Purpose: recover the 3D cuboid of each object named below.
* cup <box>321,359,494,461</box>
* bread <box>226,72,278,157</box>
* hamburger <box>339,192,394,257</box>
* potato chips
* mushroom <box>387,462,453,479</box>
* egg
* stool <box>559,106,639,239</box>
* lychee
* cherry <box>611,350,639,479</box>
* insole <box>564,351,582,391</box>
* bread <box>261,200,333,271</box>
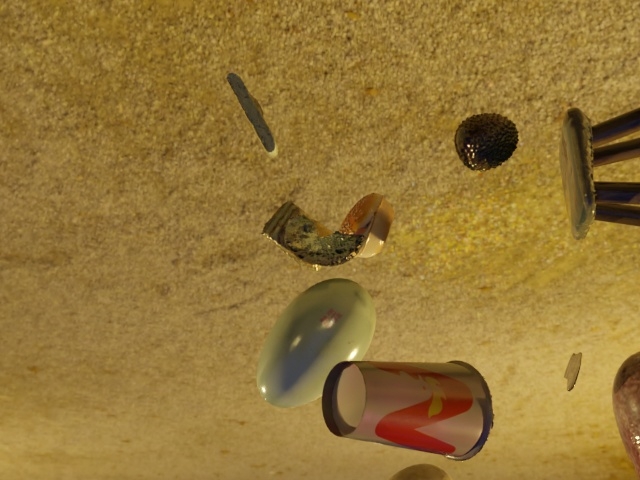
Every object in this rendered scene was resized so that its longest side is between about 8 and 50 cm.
[{"bbox_3d":[0.158,0.312,1.084,0.289,0.202,0.203,15,147,-31],"label":"cup"},{"bbox_3d":[-0.129,-0.246,1.179,0.036,0.192,0.112,-28,167,-2],"label":"bread"},{"bbox_3d":[0.148,-0.051,1.865,0.148,0.236,0.237,25,145,-9],"label":"hamburger"},{"bbox_3d":[0.000,0.004,1.525,0.220,0.029,0.202,34,136,-30],"label":"potato chips"},{"bbox_3d":[0.271,0.721,1.572,0.227,0.178,0.226,-21,139,-19],"label":"mushroom"},{"bbox_3d":[-0.012,0.258,1.433,0.230,0.371,0.230,38,172,7],"label":"egg"},{"bbox_3d":[0.759,-0.178,1.492,0.226,0.310,0.310,-7,163,18],"label":"stool"},{"bbox_3d":[0.439,-0.260,1.510,0.171,0.171,0.171,0,150,0],"label":"lychee"},{"bbox_3d":[0.632,0.321,1.013,0.203,0.300,0.230,-4,146,42],"label":"cherry"},{"bbox_3d":[0.767,0.392,1.736,0.009,0.118,0.348,21,180,21],"label":"insole"},{"bbox_3d":[-0.059,-0.011,1.664,0.196,0.138,0.102,42,161,-32],"label":"bread"}]
